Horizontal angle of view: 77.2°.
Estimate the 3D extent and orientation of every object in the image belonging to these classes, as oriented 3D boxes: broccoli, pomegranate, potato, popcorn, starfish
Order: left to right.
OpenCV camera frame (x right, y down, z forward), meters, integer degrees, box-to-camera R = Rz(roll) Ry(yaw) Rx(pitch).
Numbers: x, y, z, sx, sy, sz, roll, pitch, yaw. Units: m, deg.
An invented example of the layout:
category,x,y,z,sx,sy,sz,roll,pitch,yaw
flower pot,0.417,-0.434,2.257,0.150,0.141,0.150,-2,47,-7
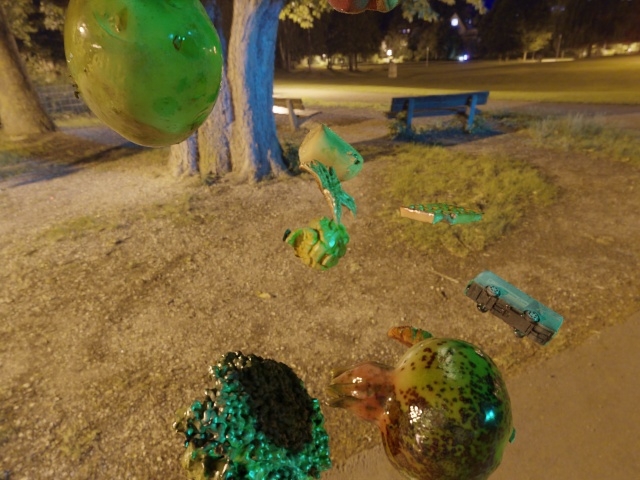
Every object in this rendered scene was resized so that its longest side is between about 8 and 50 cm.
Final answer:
category,x,y,z,sx,sy,sz,roll,pitch,yaw
potato,-0.252,-0.252,0.592,0.215,0.216,0.304,-11,-2,-17
broccoli,-0.119,0.388,0.771,0.323,0.272,0.334,28,22,13
popcorn,0.007,0.004,1.915,0.237,0.293,0.293,27,36,24
starfish,0.033,-0.148,1.188,0.215,0.071,0.238,24,44,-32
pomegranate,0.157,0.267,0.644,0.276,0.204,0.222,-2,56,33

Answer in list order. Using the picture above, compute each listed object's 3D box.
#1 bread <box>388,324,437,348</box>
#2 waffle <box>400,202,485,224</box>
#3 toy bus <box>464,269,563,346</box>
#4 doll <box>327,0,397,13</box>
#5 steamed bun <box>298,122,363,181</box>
category,x,y,z,sx,sy,sz,roll,pitch,yaw
bread,0.356,0.355,1.417,0.232,0.105,0.076,24,62,14
waffle,0.211,-0.048,0.694,0.135,0.021,0.092,-9,21,-41
toy bus,0.558,0.193,1.173,0.261,0.091,0.109,38,51,26
doll,0.053,-0.527,0.698,0.196,0.152,0.256,39,4,24
steamed bun,0.035,-0.307,1.492,0.232,0.166,0.273,36,15,-18
